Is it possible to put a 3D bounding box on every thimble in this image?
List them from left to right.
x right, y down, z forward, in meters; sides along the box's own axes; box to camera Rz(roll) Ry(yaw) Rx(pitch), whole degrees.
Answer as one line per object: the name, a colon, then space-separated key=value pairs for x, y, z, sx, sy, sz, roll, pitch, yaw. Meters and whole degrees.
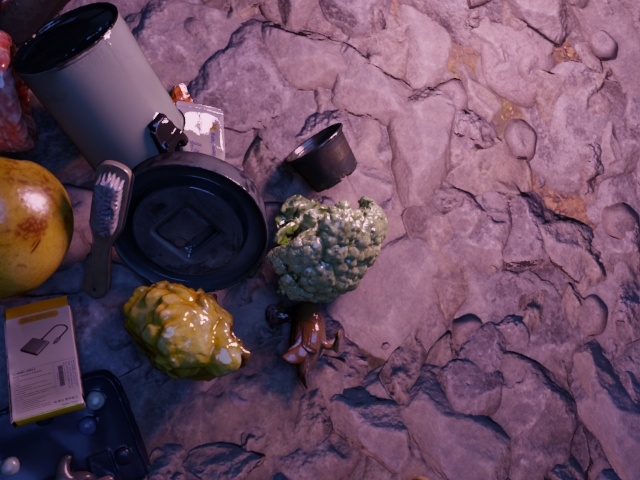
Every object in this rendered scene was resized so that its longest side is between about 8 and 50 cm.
thimble: x=-0.644 y=-0.279 z=1.242 sx=0.162 sy=0.239 sz=0.239 roll=-12 pitch=86 yaw=-14

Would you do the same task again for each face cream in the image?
face cream: x=-0.263 y=-0.197 z=1.437 sx=0.114 sy=0.070 sz=0.224 roll=5 pitch=76 yaw=-34

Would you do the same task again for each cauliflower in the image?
cauliflower: x=0.000 y=0.000 z=1.439 sx=0.250 sy=0.275 sz=0.272 roll=42 pitch=103 yaw=29

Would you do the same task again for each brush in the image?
brush: x=-0.420 y=-0.002 z=1.249 sx=0.070 sy=0.327 sz=0.065 roll=17 pitch=35 yaw=-8

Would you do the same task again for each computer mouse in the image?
computer mouse: x=-0.613 y=-0.553 z=1.365 sx=0.168 sy=0.087 sz=0.295 roll=35 pitch=76 yaw=-13

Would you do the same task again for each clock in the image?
clock: x=-0.263 y=-0.032 z=1.305 sx=0.319 sy=0.319 sz=0.066 roll=18 pitch=36 yaw=-14

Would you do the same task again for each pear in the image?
pear: x=-0.600 y=-0.029 z=1.203 sx=0.280 sy=0.281 sz=0.281 roll=3 pitch=81 yaw=-17

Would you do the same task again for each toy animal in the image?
toy animal: x=-0.048 y=0.226 z=1.440 sx=0.179 sy=0.089 sz=0.188 roll=13 pitch=78 yaw=2

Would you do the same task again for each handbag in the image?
handbag: x=-0.508 y=0.426 z=1.246 sx=0.325 sy=0.118 sz=0.269 roll=-22 pitch=90 yaw=-17

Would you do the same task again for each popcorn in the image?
popcorn: x=-0.261 y=0.180 z=1.300 sx=0.266 sy=0.233 sz=0.192 roll=25 pitch=68 yaw=14

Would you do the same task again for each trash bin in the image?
trash bin: x=-0.419 y=-0.286 z=1.261 sx=0.217 sy=0.277 sz=0.262 roll=-57 pitch=142 yaw=-27

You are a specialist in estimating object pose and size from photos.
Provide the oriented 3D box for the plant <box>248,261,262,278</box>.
plant: x=-0.148 y=0.032 z=1.448 sx=0.051 sy=0.051 sz=0.102 roll=27 pitch=70 yaw=-12

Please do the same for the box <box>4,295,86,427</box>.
box: x=-0.534 y=0.227 z=1.253 sx=0.129 sy=0.033 sz=0.247 roll=-13 pitch=55 yaw=-14

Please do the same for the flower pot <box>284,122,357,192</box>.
flower pot: x=0.012 y=-0.183 z=1.484 sx=0.157 sy=0.157 sz=0.107 roll=-43 pitch=108 yaw=-18

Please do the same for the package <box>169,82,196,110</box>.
package: x=-0.326 y=-0.297 z=1.447 sx=0.110 sy=0.033 sz=0.077 roll=-34 pitch=83 yaw=-24

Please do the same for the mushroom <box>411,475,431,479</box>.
mushroom: x=0.134 y=0.651 z=1.426 sx=0.328 sy=0.122 sz=0.159 roll=-28 pitch=127 yaw=-18
